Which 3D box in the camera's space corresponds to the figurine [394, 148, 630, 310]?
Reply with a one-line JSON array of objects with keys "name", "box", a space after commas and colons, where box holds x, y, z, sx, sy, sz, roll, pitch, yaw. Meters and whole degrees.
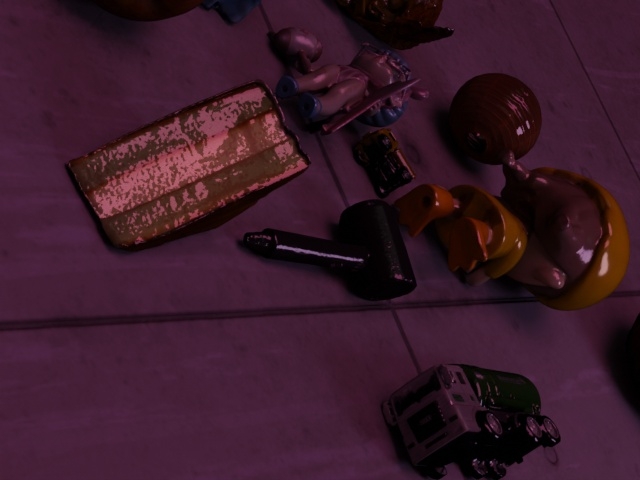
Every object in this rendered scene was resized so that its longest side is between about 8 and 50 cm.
[{"name": "figurine", "box": [0.270, -0.006, 1.947, 0.344, 0.187, 0.215, 4, 46, -46]}]

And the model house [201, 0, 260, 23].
[{"name": "model house", "box": [-0.069, -0.440, 1.791, 0.226, 0.241, 0.261, 50, 32, -16]}]

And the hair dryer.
[{"name": "hair dryer", "box": [0.000, 0.002, 1.669, 0.248, 0.070, 0.114, 9, 55, -41]}]

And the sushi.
[{"name": "sushi", "box": [0.085, -0.389, 2.056, 0.179, 0.167, 0.296, 35, 41, -67]}]

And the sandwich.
[{"name": "sandwich", "box": [-0.130, -0.078, 1.461, 0.117, 0.144, 0.187, 59, 30, 8]}]

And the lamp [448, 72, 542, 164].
[{"name": "lamp", "box": [0.252, -0.175, 2.104, 0.136, 0.136, 0.136, 35, 37, -32]}]

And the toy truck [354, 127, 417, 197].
[{"name": "toy truck", "box": [0.084, -0.104, 1.882, 0.083, 0.049, 0.054, 59, 29, 1]}]

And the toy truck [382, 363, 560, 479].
[{"name": "toy truck", "box": [0.182, 0.203, 1.692, 0.242, 0.101, 0.125, 13, 47, -53]}]

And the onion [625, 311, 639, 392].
[{"name": "onion", "box": [0.575, 0.175, 2.161, 0.252, 0.219, 0.252, 28, 47, -35]}]

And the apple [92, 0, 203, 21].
[{"name": "apple", "box": [-0.187, -0.333, 1.573, 0.188, 0.188, 0.173, 27, 47, -41]}]

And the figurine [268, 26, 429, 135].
[{"name": "figurine", "box": [0.015, -0.195, 1.842, 0.205, 0.102, 0.260, 28, 24, 23]}]
